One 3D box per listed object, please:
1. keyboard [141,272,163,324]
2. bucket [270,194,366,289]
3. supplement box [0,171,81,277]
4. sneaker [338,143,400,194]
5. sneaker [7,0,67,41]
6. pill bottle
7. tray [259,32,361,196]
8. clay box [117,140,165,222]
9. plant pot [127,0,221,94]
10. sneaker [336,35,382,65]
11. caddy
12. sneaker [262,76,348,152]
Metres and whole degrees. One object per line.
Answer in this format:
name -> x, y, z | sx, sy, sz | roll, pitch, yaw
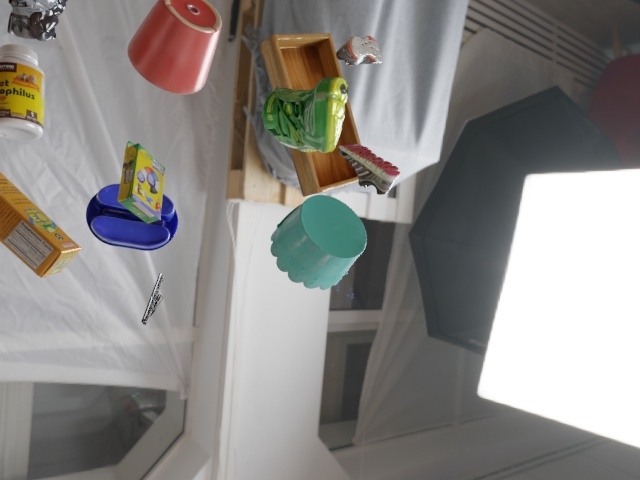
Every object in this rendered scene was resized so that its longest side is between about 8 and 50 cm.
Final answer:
keyboard -> -0.614, 0.223, 1.798 | 0.038, 0.192, 0.100 | 19, 161, -9
bucket -> 0.000, 0.000, 1.537 | 0.281, 0.281, 0.183 | 5, 146, -34
supplement box -> -0.591, -0.035, 0.943 | 0.233, 0.080, 0.078 | 46, -174, -4
sneaker -> 0.098, -0.157, 1.067 | 0.063, 0.074, 0.170 | -20, -133, -42
sneaker -> -0.607, -0.491, 0.966 | 0.101, 0.153, 0.268 | 16, -169, 6
pill bottle -> -0.747, -0.363, 1.187 | 0.117, 0.214, 0.117 | -4, 170, -1
tray -> -0.011, -0.343, 1.311 | 0.203, 0.410, 0.076 | -21, -172, -37
clay box -> -0.510, -0.177, 1.390 | 0.053, 0.222, 0.127 | -14, 149, 15
plant pot -> -0.464, -0.669, 1.596 | 0.275, 0.274, 0.243 | 5, 146, -37
sneaker -> 0.087, -0.432, 1.111 | 0.065, 0.061, 0.158 | -16, 180, 35
caddy -> -0.726, -0.089, 1.874 | 0.341, 0.241, 0.179 | 11, 172, -22
sneaker -> -0.037, -0.208, 0.830 | 0.124, 0.109, 0.295 | 11, 178, -17
